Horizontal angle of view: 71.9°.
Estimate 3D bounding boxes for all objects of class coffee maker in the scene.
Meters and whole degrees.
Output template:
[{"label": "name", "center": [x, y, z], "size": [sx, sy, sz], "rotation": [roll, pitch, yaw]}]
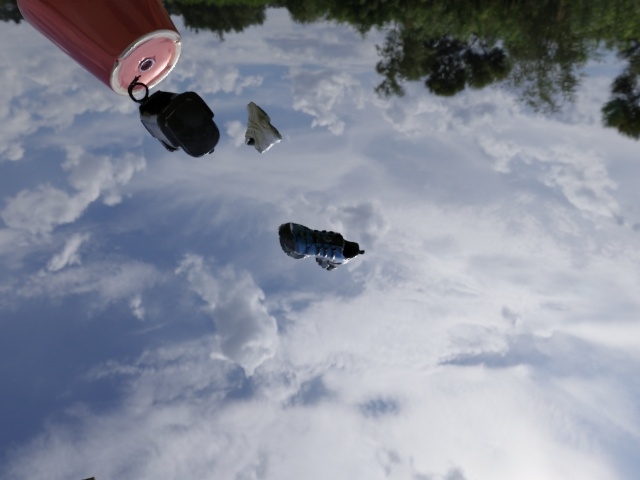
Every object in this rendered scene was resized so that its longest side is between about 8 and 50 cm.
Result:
[{"label": "coffee maker", "center": [-0.309, -0.253, 0.913], "size": [0.171, 0.120, 0.178], "rotation": [25, 180, -35]}]

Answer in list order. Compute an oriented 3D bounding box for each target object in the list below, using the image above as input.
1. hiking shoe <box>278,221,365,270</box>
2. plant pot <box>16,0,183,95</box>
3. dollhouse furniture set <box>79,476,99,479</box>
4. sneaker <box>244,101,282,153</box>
[{"label": "hiking shoe", "center": [0.000, 0.000, 1.302], "size": [0.132, 0.304, 0.113], "rotation": [-23, -116, 29]}, {"label": "plant pot", "center": [-0.459, -0.478, 0.975], "size": [0.243, 0.275, 0.275], "rotation": [49, -138, -1]}, {"label": "dollhouse furniture set", "center": [-0.403, 0.504, 0.761], "size": [0.151, 0.123, 0.144], "rotation": [-14, -137, -5]}, {"label": "sneaker", "center": [-0.222, -0.381, 1.495], "size": [0.115, 0.090, 0.232], "rotation": [-41, -132, 13]}]
